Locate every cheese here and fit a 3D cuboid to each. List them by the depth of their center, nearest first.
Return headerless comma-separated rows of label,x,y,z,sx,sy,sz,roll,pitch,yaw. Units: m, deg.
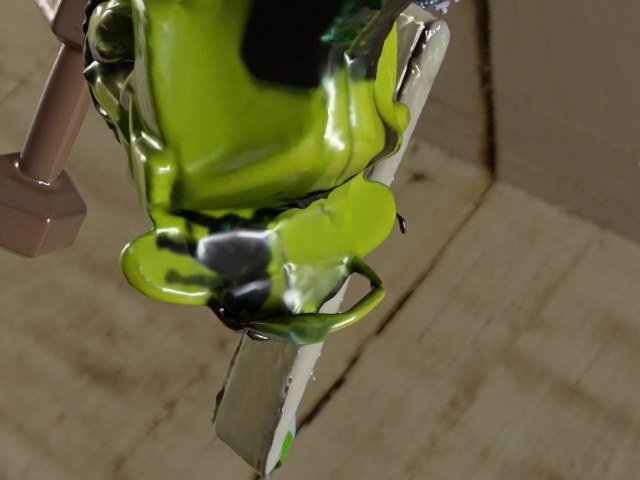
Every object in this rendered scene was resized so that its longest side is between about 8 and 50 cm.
cheese,0.001,0.000,1.076,0.034,0.400,0.085,8,20,-41

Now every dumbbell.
dumbbell,-0.188,-0.095,0.986,0.082,0.230,0.092,9,30,-35

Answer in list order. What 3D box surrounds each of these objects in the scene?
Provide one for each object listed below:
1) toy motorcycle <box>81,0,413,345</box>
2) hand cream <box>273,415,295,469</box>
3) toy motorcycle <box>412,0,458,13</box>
toy motorcycle,-0.012,-0.081,0.515,0.206,0.142,0.342,58,-34,10
hand cream,-0.019,0.143,1.608,0.050,0.275,0.079,38,-37,-20
toy motorcycle,0.163,-0.425,1.771,0.171,0.260,0.110,-4,-15,3
